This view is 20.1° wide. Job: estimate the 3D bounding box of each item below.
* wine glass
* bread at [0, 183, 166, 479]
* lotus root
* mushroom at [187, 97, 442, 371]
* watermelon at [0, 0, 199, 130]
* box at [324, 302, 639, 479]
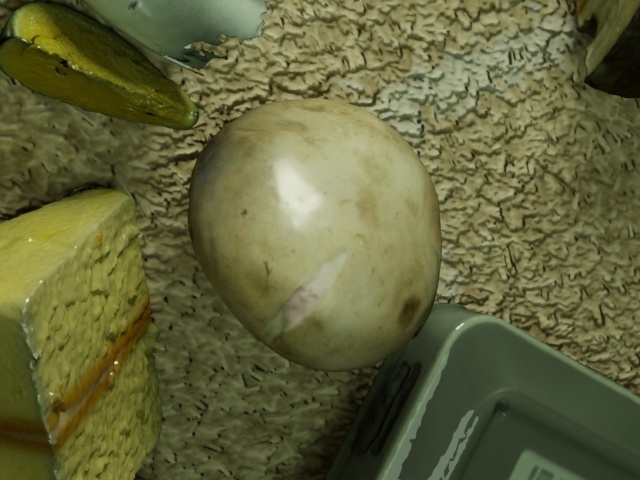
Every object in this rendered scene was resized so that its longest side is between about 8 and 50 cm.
[{"bbox_3d":[-0.181,-0.258,1.412,0.321,0.143,0.143,31,100,-31],"label":"wine glass"},{"bbox_3d":[-0.250,0.102,1.558,0.198,0.236,0.263,7,119,24],"label":"bread"},{"bbox_3d":[0.335,-0.278,1.575,0.142,0.210,0.314,14,122,-13],"label":"lotus root"},{"bbox_3d":[0.000,0.000,1.559,0.184,0.255,0.255,-29,127,35],"label":"mushroom"},{"bbox_3d":[-0.200,-0.134,1.489,0.181,0.092,0.075,22,118,-36],"label":"watermelon"},{"bbox_3d":[0.178,0.303,1.771,0.396,0.111,0.396,28,87,-29],"label":"box"}]
